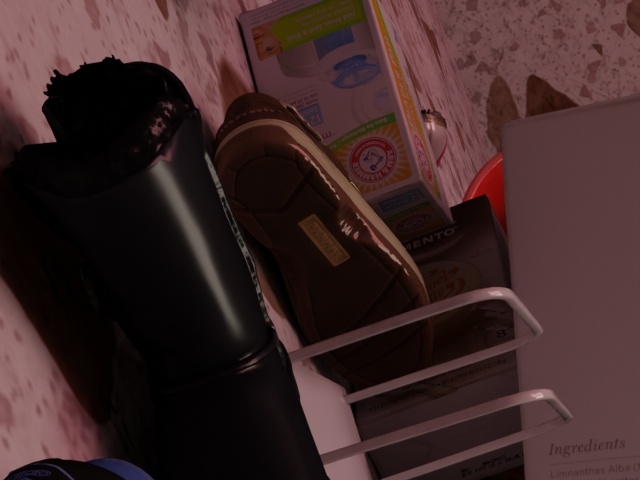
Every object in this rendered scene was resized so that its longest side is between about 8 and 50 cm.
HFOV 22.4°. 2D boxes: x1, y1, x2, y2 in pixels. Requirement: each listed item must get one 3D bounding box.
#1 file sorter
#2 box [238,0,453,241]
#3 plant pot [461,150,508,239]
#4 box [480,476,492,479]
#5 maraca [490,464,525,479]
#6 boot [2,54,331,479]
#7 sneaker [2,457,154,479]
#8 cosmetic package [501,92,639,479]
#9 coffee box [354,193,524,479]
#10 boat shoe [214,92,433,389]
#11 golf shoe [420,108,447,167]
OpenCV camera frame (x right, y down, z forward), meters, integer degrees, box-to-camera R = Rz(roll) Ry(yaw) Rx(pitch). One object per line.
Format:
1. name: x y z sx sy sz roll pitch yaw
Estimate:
1. file sorter: 0.089 0.187 0.994 0.193 0.173 0.277 40 32 -70
2. box: 0.021 -0.098 1.319 0.103 0.114 0.203 45 28 -64
3. plant pot: 0.314 0.041 1.999 0.243 0.275 0.275 75 2 -58
4. box: 0.163 0.370 1.275 0.242 0.077 0.307 -95 161 -52
5. maraca: 0.175 0.213 1.380 0.099 0.186 0.127 -29 131 -52
6. boot: -0.062 0.051 0.697 0.246 0.094 0.207 -106 174 -55
7. sneaker: -0.060 0.185 0.543 0.232 0.081 0.090 65 13 10
8. cosmetic package: 0.262 0.138 1.207 0.230 0.162 0.453 22 61 -59
9. coffee box: 0.102 0.084 1.322 0.246 0.141 0.098 -94 160 -58
10. boat shoe: 0.007 -0.003 1.147 0.095 0.095 0.257 -105 169 -52
11. golf shoe: 0.071 -0.054 1.438 0.186 0.068 0.086 118 -26 -64
